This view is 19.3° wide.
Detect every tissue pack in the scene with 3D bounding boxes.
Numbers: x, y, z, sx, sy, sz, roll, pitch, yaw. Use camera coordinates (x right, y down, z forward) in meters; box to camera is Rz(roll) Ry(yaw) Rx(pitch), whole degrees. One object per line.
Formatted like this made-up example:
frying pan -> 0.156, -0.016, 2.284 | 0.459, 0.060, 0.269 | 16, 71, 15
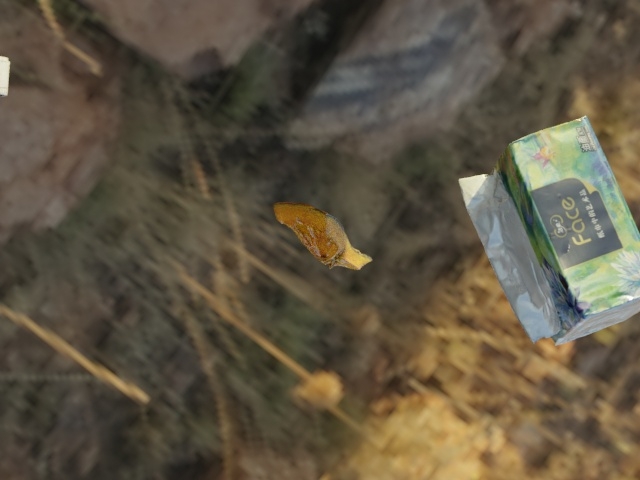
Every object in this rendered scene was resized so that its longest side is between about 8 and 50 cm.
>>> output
tissue pack -> 0.134, -0.001, 1.081 | 0.079, 0.111, 0.085 | -20, 169, -10

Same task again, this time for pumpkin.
pumpkin -> -0.002, -0.001, 1.734 | 0.035, 0.073, 0.101 | -56, 136, -10

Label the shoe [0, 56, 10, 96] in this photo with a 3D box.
shoe -> -0.420, -0.144, 1.960 | 0.198, 0.351, 0.172 | -34, 166, 30
